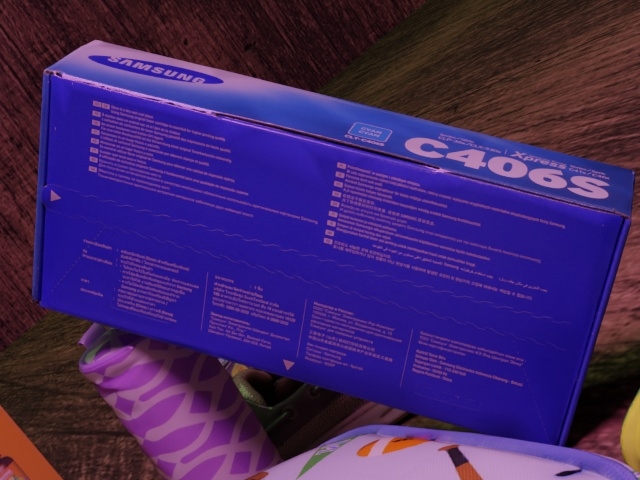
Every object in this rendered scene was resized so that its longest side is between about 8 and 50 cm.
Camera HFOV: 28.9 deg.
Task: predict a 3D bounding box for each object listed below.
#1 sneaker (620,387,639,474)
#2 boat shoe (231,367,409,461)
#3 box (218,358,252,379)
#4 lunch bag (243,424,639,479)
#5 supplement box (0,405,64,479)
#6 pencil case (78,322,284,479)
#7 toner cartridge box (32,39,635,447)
[{"bbox_3d":[0.255,0.031,0.607,0.295,0.109,0.123,-39,-6,-21],"label":"sneaker"},{"bbox_3d":[-0.038,0.139,0.968,0.285,0.092,0.103,-33,12,13],"label":"boat shoe"},{"bbox_3d":[-0.084,0.111,1.337,0.114,0.036,0.207,-27,15,37],"label":"box"},{"bbox_3d":[-0.037,0.171,0.352,0.303,0.115,0.243,-32,12,-24],"label":"lunch bag"},{"bbox_3d":[-0.212,0.205,0.859,0.080,0.233,0.078,-24,16,42],"label":"supplement box"},{"bbox_3d":[-0.089,0.137,0.861,0.088,0.206,0.086,-19,18,40],"label":"pencil case"},{"bbox_3d":[0.000,0.000,0.760,0.075,0.347,0.165,-57,-20,-62],"label":"toner cartridge box"}]
